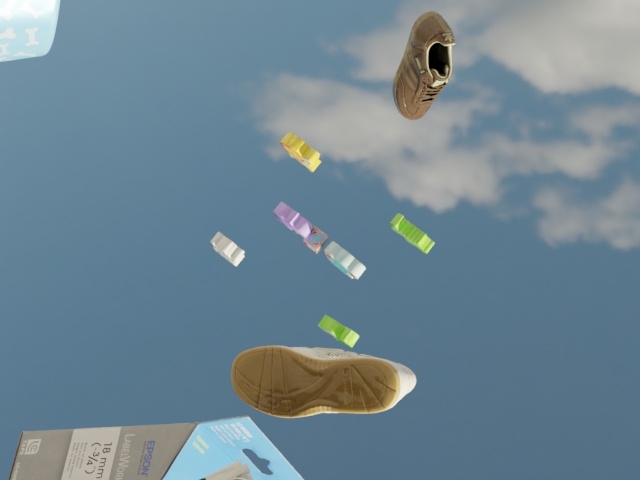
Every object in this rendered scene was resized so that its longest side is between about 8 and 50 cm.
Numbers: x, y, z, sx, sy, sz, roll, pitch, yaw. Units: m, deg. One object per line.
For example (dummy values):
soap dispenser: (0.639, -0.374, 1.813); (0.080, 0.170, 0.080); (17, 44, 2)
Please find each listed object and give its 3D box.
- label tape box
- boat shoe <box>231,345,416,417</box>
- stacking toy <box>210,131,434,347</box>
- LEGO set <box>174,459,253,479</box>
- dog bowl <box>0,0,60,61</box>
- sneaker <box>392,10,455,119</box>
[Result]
label tape box: (-0.204, 0.338, 1.664); (0.333, 0.241, 0.106); (-7, -127, 23)
boat shoe: (0.004, 0.199, 1.785); (0.277, 0.098, 0.096); (3, 180, 32)
stacking toy: (0.000, 0.000, 1.511); (0.167, 0.221, 0.052); (-53, 175, -8)
LEGO set: (-0.001, 0.219, 0.698); (0.093, 0.087, 0.227); (-25, -134, -11)
dog bowl: (-0.209, -0.251, 0.856); (0.074, 0.297, 0.166); (2, -140, -19)
sneaker: (0.153, -0.240, 1.858); (0.066, 0.188, 0.071); (-15, -132, -20)
